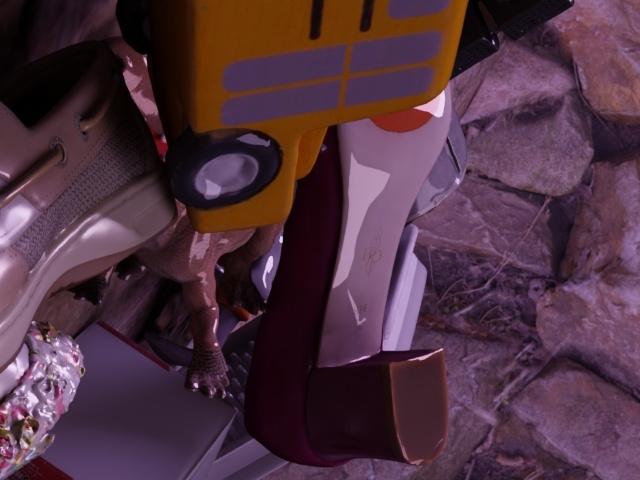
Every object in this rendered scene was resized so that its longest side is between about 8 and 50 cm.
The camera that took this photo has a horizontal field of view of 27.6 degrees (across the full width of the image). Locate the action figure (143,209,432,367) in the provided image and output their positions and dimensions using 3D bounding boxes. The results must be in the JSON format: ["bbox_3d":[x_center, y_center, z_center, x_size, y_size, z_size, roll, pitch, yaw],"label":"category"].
[{"bbox_3d":[0.000,0.000,1.150,0.330,0.178,0.341,-42,162,-30],"label":"action figure"}]

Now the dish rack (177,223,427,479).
[{"bbox_3d":[-0.039,0.136,1.172,0.333,0.072,0.285,-32,-165,23],"label":"dish rack"}]

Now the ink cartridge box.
[{"bbox_3d":[-0.163,0.178,0.951,0.127,0.128,0.176,-51,170,-45],"label":"ink cartridge box"}]

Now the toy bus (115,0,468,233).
[{"bbox_3d":[-0.009,-0.142,0.489,0.130,0.108,0.333,-13,147,-13],"label":"toy bus"}]

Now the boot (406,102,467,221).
[{"bbox_3d":[0.078,-0.146,1.018,0.189,0.208,0.076,-45,-148,-22],"label":"boot"}]

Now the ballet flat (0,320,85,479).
[{"bbox_3d":[-0.192,0.093,0.642,0.241,0.091,0.077,-55,148,-53],"label":"ballet flat"}]

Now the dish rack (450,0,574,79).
[{"bbox_3d":[0.038,-0.162,0.673,0.208,0.074,0.271,-31,153,23],"label":"dish rack"}]

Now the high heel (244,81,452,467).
[{"bbox_3d":[-0.007,-0.026,0.926,0.127,0.181,0.377,2,86,-44],"label":"high heel"}]

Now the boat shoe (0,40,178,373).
[{"bbox_3d":[-0.149,-0.009,0.484,0.302,0.109,0.098,-43,123,-62],"label":"boat shoe"}]

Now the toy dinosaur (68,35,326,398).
[{"bbox_3d":[-0.062,-0.042,0.797,0.296,0.127,0.200,-52,165,-73],"label":"toy dinosaur"}]

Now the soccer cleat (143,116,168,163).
[{"bbox_3d":[-0.111,-0.046,0.646,0.035,0.083,0.029,-51,-141,37],"label":"soccer cleat"}]
